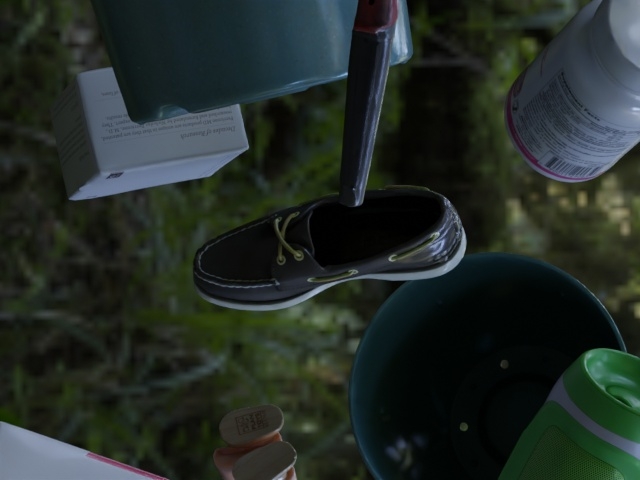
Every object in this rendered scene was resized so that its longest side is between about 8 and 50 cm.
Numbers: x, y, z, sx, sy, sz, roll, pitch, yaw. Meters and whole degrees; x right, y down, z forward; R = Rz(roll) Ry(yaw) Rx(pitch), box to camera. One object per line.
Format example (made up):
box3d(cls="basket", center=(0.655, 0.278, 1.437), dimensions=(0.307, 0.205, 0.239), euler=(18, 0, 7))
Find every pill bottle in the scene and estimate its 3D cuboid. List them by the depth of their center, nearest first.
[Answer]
box3d(cls="pill bottle", center=(0.336, -0.189, 2.253), dimensions=(0.283, 0.160, 0.160), euler=(132, -40, -64))

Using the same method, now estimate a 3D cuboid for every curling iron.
box3d(cls="curling iron", center=(0.045, -0.152, 1.318), dimensions=(0.068, 0.035, 0.274), euler=(34, -64, 46))

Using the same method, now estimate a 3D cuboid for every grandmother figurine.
box3d(cls="grandmother figurine", center=(-0.044, 0.341, 2.276), dimensions=(0.208, 0.104, 0.342), euler=(-99, 176, -48))

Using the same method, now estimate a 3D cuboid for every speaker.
box3d(cls="speaker", center=(0.219, 0.245, 1.731), dimensions=(0.131, 0.131, 0.297), euler=(-93, -156, -62))

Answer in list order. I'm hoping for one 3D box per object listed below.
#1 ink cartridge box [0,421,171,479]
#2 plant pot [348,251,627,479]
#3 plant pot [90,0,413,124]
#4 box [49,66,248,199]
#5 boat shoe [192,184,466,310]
box3d(cls="ink cartridge box", center=(-0.234, 0.259, 1.598), dimensions=(0.237, 0.172, 0.100), euler=(-47, -154, 53))
box3d(cls="plant pot", center=(0.202, 0.180, 2.068), dimensions=(0.235, 0.293, 0.293), euler=(39, 47, -68))
box3d(cls="plant pot", center=(-0.077, -0.287, 1.647), dimensions=(0.341, 0.341, 0.334), euler=(-99, 176, -83))
box3d(cls="box", center=(-0.199, -0.129, 2.205), dimensions=(0.181, 0.182, 0.119), euler=(155, -77, -70))
box3d(cls="boat shoe", center=(0.000, 0.000, 1.559), dimensions=(0.069, 0.227, 0.081), euler=(65, 17, -61))
